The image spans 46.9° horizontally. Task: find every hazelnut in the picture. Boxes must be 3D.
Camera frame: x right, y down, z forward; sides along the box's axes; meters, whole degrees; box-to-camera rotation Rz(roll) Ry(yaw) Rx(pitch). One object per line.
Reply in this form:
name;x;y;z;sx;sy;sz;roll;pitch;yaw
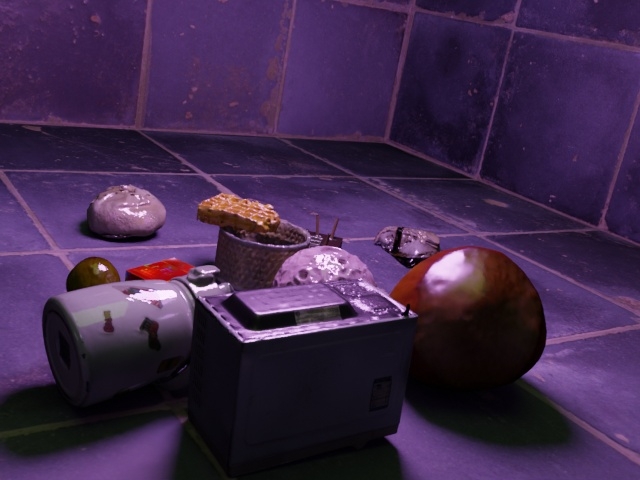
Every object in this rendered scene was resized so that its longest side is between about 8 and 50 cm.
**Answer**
hazelnut;0.316;0.178;1.637;0.365;0.366;0.366;9;18;-3

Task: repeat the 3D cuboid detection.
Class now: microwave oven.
microwave oven;-0.040;0.222;1.334;0.354;0.287;0.218;-6;22;-31

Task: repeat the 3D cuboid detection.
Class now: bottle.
bottle;-0.324;0.174;1.402;0.351;0.229;0.229;-13;29;-39

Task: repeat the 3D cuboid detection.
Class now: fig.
fig;-0.516;0.136;1.634;0.124;0.124;0.236;8;36;-7

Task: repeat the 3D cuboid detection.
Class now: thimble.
thimble;-0.162;0.040;2.027;0.270;0.150;0.271;9;17;-3

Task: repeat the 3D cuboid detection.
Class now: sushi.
sushi;0.289;-0.005;2.484;0.134;0.109;0.273;0;21;-28

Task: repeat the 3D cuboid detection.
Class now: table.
table;0.000;0.000;2.306;0.121;0.111;0.240;11;18;6

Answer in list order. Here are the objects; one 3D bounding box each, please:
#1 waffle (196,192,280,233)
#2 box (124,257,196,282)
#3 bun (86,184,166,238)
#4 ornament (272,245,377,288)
waffle;-0.206;-0.069;1.998;0.210;0.055;0.160;14;19;13
box;-0.398;0.095;1.890;0.112;0.048;0.175;20;20;28
bun;-0.583;-0.095;2.219;0.239;0.141;0.239;6;19;-2
ornament;0.011;0.129;1.727;0.259;0.225;0.259;9;17;-3
